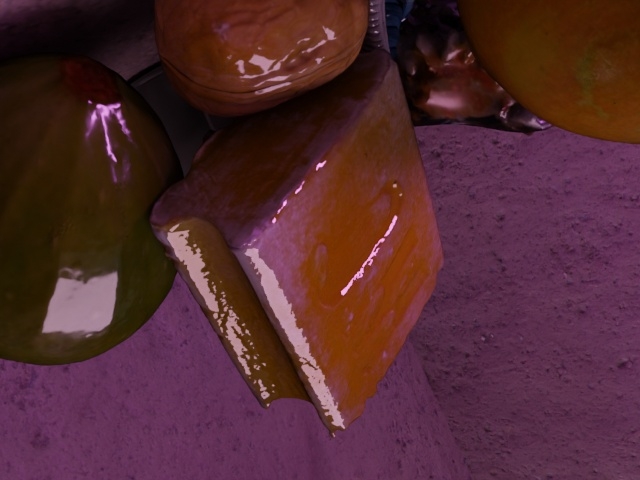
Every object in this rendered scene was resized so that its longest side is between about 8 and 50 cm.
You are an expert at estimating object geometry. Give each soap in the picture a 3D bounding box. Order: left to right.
[{"bbox_3d":[0.000,0.000,0.825,0.156,0.335,0.293,17,-125,34],"label":"soap"}]

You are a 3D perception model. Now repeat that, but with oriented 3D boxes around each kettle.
[{"bbox_3d":[-0.134,-0.083,1.019,0.205,0.317,0.265,-23,-179,17],"label":"kettle"}]

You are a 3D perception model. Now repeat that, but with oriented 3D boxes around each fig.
[{"bbox_3d":[-0.266,-0.043,0.748,0.316,0.316,0.316,-24,-179,1],"label":"fig"}]

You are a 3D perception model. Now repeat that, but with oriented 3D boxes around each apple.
[{"bbox_3d":[0.312,-0.254,0.668,0.384,0.374,0.374,-5,171,-31],"label":"apple"}]

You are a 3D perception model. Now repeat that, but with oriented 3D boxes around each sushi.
[{"bbox_3d":[0.243,-0.286,1.002,0.418,0.175,0.417,-11,-145,8],"label":"sushi"}]

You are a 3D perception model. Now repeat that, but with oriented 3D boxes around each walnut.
[{"bbox_3d":[-0.054,-0.201,0.683,0.197,0.165,0.165,-33,-177,-13],"label":"walnut"}]

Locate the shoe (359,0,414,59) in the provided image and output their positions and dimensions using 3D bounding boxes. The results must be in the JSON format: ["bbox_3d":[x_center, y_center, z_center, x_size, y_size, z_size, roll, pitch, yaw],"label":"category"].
[{"bbox_3d":[0.062,-0.245,0.822,0.092,0.207,0.106,27,-138,36],"label":"shoe"}]
